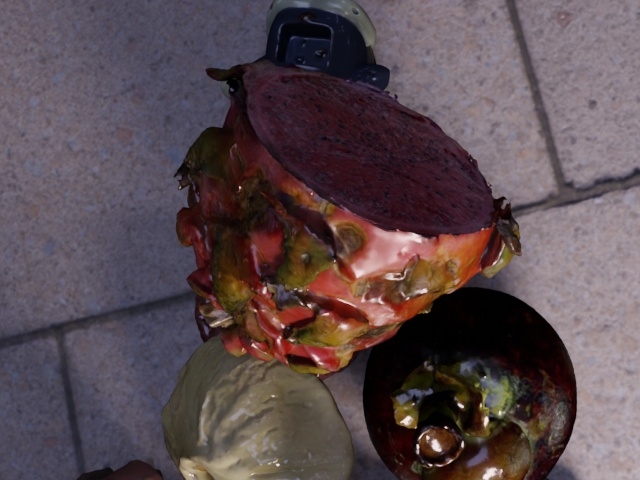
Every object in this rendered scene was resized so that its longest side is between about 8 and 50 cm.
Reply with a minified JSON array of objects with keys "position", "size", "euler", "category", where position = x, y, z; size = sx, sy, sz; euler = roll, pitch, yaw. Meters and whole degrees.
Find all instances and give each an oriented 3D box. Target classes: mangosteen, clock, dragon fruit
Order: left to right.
[{"position":[-0.028,-0.163,1.145],"size":[0.199,0.146,0.243],"euler":[11,76,10],"category":"clock"},{"position":[0.000,0.000,0.977],"size":[0.314,0.296,0.263],"euler":[55,132,38],"category":"dragon fruit"},{"position":[0.147,0.161,0.983],"size":[0.231,0.289,0.231],"euler":[-1,84,14],"category":"mangosteen"}]

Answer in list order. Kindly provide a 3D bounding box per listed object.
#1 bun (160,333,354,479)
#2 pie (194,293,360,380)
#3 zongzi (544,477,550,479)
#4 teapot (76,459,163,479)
[{"position":[-0.080,0.216,1.043],"size":[0.243,0.153,0.244],"euler":[17,114,44],"category":"bun"},{"position":[-0.039,0.070,1.155],"size":[0.218,0.054,0.204],"euler":[29,88,16],"category":"pie"},{"position":[0.250,0.273,1.070],"size":[0.109,0.055,0.119],"euler":[-11,69,7],"category":"zongzi"},{"position":[-0.170,0.407,0.987],"size":[0.305,0.376,0.362],"euler":[-27,63,-39],"category":"teapot"}]
